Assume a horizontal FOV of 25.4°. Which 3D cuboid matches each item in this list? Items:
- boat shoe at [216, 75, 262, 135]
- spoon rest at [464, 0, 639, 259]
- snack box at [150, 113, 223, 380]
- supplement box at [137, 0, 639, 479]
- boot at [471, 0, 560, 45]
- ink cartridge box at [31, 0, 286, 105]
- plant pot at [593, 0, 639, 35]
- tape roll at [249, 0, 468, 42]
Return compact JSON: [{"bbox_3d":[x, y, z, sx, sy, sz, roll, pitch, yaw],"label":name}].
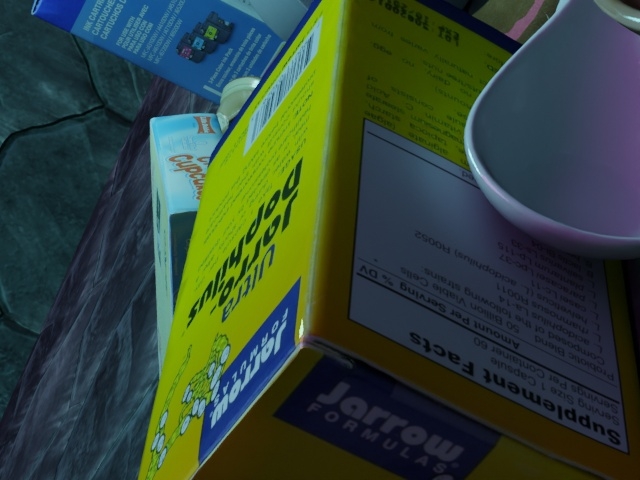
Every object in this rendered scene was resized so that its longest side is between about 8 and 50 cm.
[{"bbox_3d":[-0.082,-0.104,1.619,0.285,0.104,0.089,129,158,-69],"label":"boat shoe"},{"bbox_3d":[0.155,-0.087,0.788,0.276,0.137,0.084,-73,-6,-51],"label":"spoon rest"},{"bbox_3d":[-0.094,0.083,1.111,0.187,0.060,0.322,-113,21,-62],"label":"snack box"},{"bbox_3d":[0.039,0.031,0.818,0.195,0.194,0.356,-52,19,35],"label":"supplement box"},{"bbox_3d":[0.084,-0.109,1.028,0.305,0.115,0.112,-53,21,11],"label":"boot"},{"bbox_3d":[-0.169,-0.329,1.685,0.151,0.395,0.270,-51,20,37],"label":"ink cartridge box"},{"bbox_3d":[0.236,-0.178,0.644,0.237,0.109,0.237,-39,37,37],"label":"plant pot"},{"bbox_3d":[0.033,-0.269,1.270,0.072,0.219,0.219,-28,38,65],"label":"tape roll"}]
